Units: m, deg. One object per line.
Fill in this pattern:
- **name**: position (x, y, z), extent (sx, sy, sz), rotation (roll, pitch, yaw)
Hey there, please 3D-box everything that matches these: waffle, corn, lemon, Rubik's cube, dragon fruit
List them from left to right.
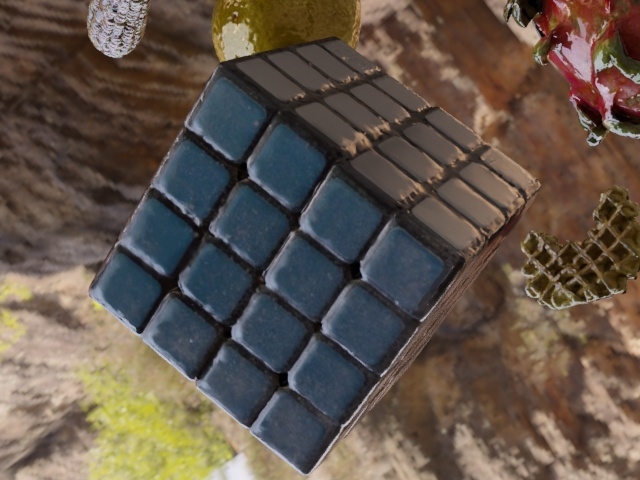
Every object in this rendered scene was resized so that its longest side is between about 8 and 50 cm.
- **corn**: position (-0.299, -0.355, 1.774), extent (0.092, 0.280, 0.092), rotation (3, -103, -15)
- **lemon**: position (-0.053, -0.330, 1.816), extent (0.228, 0.228, 0.253), rotation (12, -94, -52)
- **Rubik's cube**: position (0.000, 0.000, 1.384), extent (0.337, 0.344, 0.344), rotation (37, -155, 10)
- **waffle**: position (0.357, 0.014, 1.604), extent (0.051, 0.194, 0.149), rotation (14, -113, -39)
- **dragon fruit**: position (0.241, -0.166, 0.944), extent (0.172, 0.166, 0.160), rotation (45, -165, 12)
